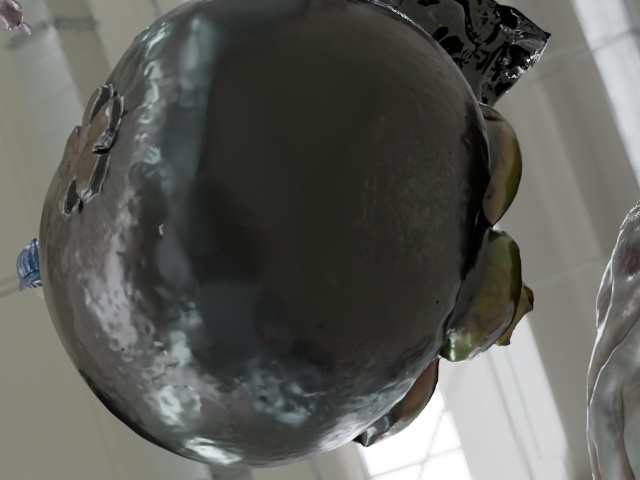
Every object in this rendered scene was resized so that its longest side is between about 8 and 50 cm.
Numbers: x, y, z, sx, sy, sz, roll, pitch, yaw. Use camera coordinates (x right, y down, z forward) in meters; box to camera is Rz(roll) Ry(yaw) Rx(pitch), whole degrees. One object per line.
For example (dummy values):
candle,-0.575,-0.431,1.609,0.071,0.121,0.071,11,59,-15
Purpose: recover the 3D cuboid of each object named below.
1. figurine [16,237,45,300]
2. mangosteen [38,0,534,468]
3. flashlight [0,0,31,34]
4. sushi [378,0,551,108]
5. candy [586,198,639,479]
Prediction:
figurine,-0.308,0.054,1.722,0.136,0.077,0.079,38,-114,-28
mangosteen,0.000,0.000,0.401,0.151,0.137,0.137,17,-125,-30
flashlight,-0.357,-0.245,1.507,0.052,0.110,0.031,73,-145,-50
sushi,0.040,-0.123,0.991,0.172,0.150,0.153,38,173,6
candy,0.247,0.073,0.828,0.157,0.214,0.290,18,-140,-6
